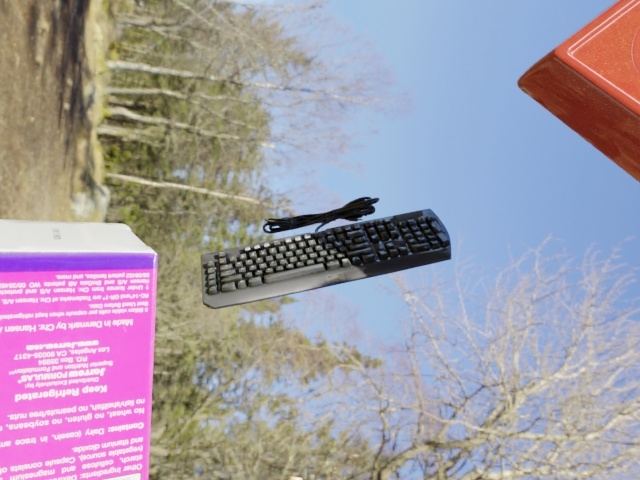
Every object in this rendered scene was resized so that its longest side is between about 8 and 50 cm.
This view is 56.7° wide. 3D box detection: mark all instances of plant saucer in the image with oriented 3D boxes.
[{"bbox_3d":[0.366,-0.171,0.550,0.259,0.258,0.048,54,2,33],"label":"plant saucer"}]

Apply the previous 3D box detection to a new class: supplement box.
[{"bbox_3d":[-0.180,0.103,0.402,0.111,0.114,0.220,23,-71,60],"label":"supplement box"}]

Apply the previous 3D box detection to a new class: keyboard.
[{"bbox_3d":[0.000,0.000,0.784,0.201,0.317,0.033,-113,-167,-61],"label":"keyboard"}]

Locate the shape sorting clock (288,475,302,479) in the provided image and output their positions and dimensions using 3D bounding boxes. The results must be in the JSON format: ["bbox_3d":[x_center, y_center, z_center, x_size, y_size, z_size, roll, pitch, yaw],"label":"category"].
[{"bbox_3d":[-0.025,0.221,0.499,0.206,0.206,0.040,140,-38,-64],"label":"shape sorting clock"}]
